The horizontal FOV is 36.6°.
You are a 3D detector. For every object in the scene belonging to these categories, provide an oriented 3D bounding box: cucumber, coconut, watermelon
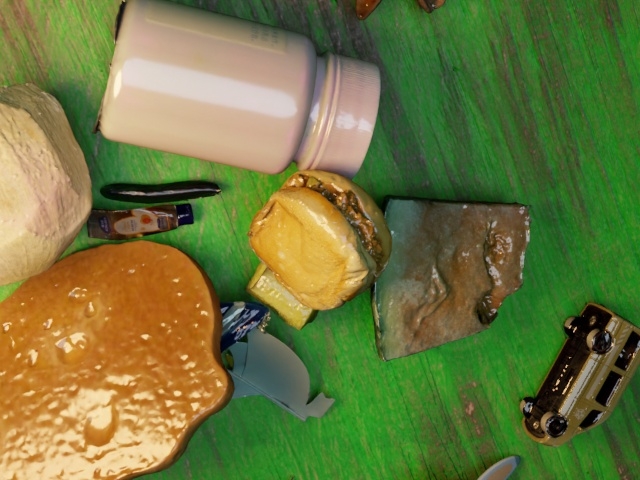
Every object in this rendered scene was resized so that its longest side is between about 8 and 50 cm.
[{"bbox_3d":[-0.246,-0.074,1.492,0.184,0.033,0.036,-3,126,-10],"label":"cucumber"},{"bbox_3d":[-0.462,-0.060,1.323,0.297,0.297,0.254,-22,93,-6],"label":"coconut"},{"bbox_3d":[0.174,0.057,1.552,0.302,0.151,0.264,-3,98,-28],"label":"watermelon"}]

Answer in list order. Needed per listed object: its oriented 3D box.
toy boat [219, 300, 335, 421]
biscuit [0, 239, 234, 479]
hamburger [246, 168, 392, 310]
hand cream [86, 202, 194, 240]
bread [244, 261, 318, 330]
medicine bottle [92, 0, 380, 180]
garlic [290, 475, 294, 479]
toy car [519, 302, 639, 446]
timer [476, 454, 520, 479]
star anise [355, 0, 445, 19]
[{"bbox_3d":[-0.099,0.215,1.542,0.291,0.067,0.220,37,112,-20],"label":"toy boat"},{"bbox_3d":[-0.320,0.182,1.418,0.385,0.062,0.365,-22,65,-2],"label":"biscuit"},{"bbox_3d":[0.001,0.001,1.374,0.108,0.214,0.213,-43,109,-41],"label":"hamburger"},{"bbox_3d":[-0.278,-0.032,1.489,0.163,0.039,0.062,-7,136,-10],"label":"hand cream"},{"bbox_3d":[-0.046,0.072,1.511,0.114,0.129,0.111,32,77,-9],"label":"bread"},{"bbox_3d":[-0.120,-0.212,1.397,0.379,0.213,0.213,12,98,-12],"label":"medicine bottle"},{"bbox_3d":[-0.122,0.458,1.568,0.198,0.128,0.090,-20,128,-5],"label":"garlic"},{"bbox_3d":[0.450,0.239,1.646,0.124,0.101,0.256,27,93,-17],"label":"toy car"},{"bbox_3d":[0.255,0.475,1.622,0.255,0.175,0.175,-11,102,-10],"label":"timer"},{"bbox_3d":[0.109,-0.487,1.448,0.315,0.108,0.315,-1,97,-11],"label":"star anise"}]
